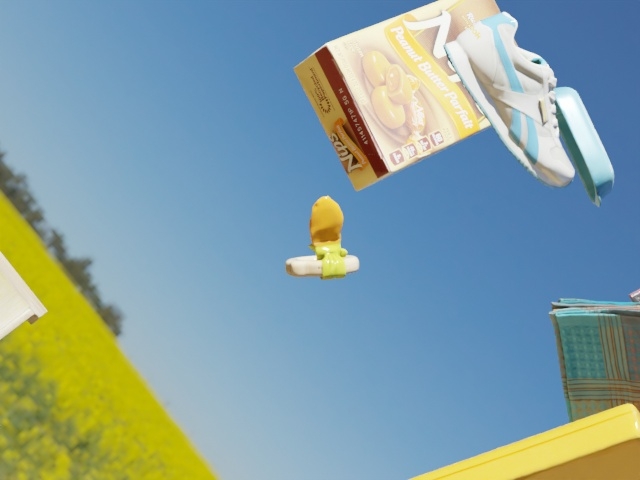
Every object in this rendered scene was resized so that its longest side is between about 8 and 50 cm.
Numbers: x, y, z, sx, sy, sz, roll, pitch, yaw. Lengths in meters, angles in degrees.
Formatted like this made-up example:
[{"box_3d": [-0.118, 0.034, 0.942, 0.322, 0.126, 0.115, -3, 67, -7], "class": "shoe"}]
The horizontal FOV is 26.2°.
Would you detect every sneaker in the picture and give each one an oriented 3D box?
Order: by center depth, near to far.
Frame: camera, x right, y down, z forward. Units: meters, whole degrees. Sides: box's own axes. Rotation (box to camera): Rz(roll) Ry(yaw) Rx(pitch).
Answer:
[{"box_3d": [0.238, -0.156, 1.586, 0.229, 0.092, 0.087, 51, 11, -23], "class": "sneaker"}]

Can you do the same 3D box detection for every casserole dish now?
[{"box_3d": [0.370, -0.138, 1.940, 0.114, 0.037, 0.188, 55, 13, -72], "class": "casserole dish"}]

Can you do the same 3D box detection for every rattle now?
[{"box_3d": [0.000, 0.000, 2.345, 0.199, 0.130, 0.143, -33, 105, -78], "class": "rattle"}]

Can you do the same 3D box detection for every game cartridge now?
[{"box_3d": [0.255, 0.289, 1.474, 0.323, 0.285, 0.053, 45, 29, -48], "class": "game cartridge"}]

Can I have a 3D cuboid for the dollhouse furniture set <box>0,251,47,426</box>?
[{"box_3d": [-0.587, 0.142, 2.008, 0.362, 0.256, 0.394, 53, -24, -4], "class": "dollhouse furniture set"}]

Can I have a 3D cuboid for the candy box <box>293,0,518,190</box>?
[{"box_3d": [0.135, -0.207, 1.820, 0.087, 0.316, 0.183, -26, -89, 53], "class": "candy box"}]

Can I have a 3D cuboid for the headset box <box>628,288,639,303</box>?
[{"box_3d": [0.536, 0.104, 2.192, 0.032, 0.062, 0.083, 56, 8, -51], "class": "headset box"}]

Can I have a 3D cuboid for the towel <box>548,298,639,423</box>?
[{"box_3d": [0.509, 0.265, 2.123, 0.271, 0.040, 0.370, -1, -68, 30], "class": "towel"}]
